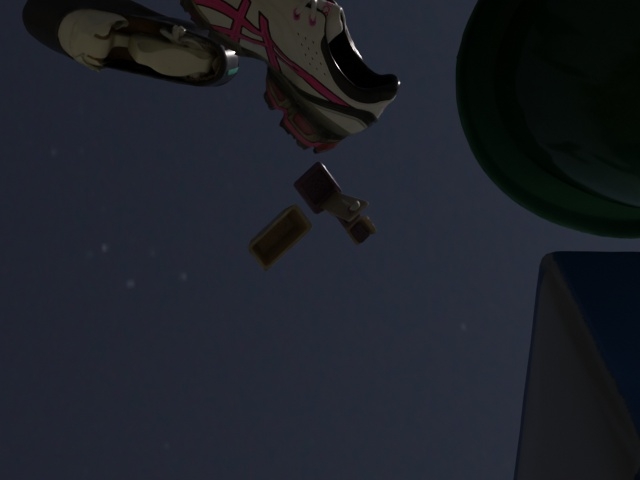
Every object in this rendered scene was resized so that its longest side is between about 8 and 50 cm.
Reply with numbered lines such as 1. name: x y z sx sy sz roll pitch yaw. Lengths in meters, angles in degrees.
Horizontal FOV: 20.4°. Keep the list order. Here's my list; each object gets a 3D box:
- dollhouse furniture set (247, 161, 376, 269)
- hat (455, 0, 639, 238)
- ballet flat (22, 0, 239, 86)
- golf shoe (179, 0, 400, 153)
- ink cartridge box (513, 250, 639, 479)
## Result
1. dollhouse furniture set: 0.000 0.000 1.695 0.114 0.081 0.091 -43 -63 -12
2. hat: 0.160 -0.033 0.666 0.173 0.183 0.208 36 -65 -26
3. ballet flat: -0.172 -0.180 1.598 0.203 0.074 0.074 14 -55 -3
4. golf shoe: -0.024 -0.147 1.165 0.086 0.067 0.186 -30 -69 35
5. ink cartridge box: 0.275 0.164 0.672 0.395 0.166 0.285 1 -66 -6
